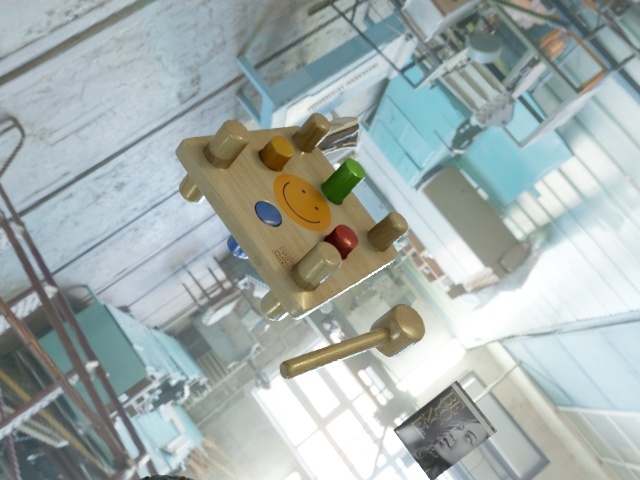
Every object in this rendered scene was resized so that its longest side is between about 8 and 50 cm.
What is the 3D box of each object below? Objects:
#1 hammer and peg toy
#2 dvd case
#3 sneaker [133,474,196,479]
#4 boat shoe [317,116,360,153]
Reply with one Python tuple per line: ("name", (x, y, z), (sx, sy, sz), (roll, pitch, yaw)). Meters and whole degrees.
("hammer and peg toy", (0.000, 0.000, 0.706), (0.127, 0.361, 0.265), (-43, 168, 34))
("dvd case", (0.329, 0.506, 1.458), (0.221, 0.165, 0.018), (-38, 171, 0))
("sneaker", (-0.161, 0.515, 0.830), (0.446, 0.258, 0.169), (-6, -162, 19))
("boat shoe", (-0.004, -0.266, 1.553), (0.112, 0.096, 0.335), (15, -146, 43))
